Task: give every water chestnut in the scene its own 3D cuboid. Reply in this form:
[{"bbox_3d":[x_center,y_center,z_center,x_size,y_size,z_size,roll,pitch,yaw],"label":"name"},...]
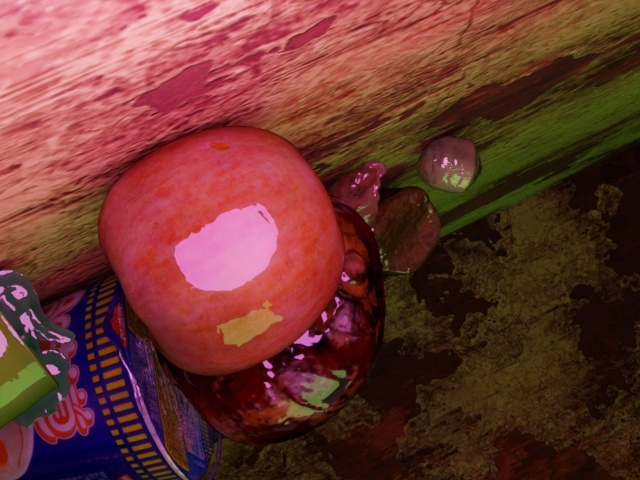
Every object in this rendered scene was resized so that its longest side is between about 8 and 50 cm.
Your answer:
[{"bbox_3d":[-0.058,0.076,0.971,0.289,0.289,0.244,-26,163,0],"label":"water chestnut"}]

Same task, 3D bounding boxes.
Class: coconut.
[{"bbox_3d":[0.187,-0.108,1.266,0.096,0.087,0.088,8,161,-19],"label":"coconut"}]

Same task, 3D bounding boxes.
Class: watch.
[{"bbox_3d":[-0.276,0.100,0.763,0.131,0.165,0.152,-36,-165,-20],"label":"watch"}]

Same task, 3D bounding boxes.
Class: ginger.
[{"bbox_3d":[0.000,0.000,1.185,0.270,0.123,0.219,-29,152,33],"label":"ginger"}]

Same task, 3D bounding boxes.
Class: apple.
[{"bbox_3d":[-0.074,0.005,0.697,0.174,0.188,0.188,-28,174,-8],"label":"apple"}]

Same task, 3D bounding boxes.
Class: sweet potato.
[{"bbox_3d":[0.086,-0.004,1.465,0.158,0.157,0.370,-24,180,-16],"label":"sweet potato"}]

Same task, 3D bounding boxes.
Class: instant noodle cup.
[{"bbox_3d":[-0.308,0.189,1.034,0.312,0.284,0.284,-18,174,7],"label":"instant noodle cup"}]

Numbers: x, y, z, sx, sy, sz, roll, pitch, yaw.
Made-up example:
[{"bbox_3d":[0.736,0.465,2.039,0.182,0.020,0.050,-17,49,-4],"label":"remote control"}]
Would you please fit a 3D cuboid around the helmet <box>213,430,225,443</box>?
[{"bbox_3d":[-0.209,0.194,1.477,0.197,0.271,0.338,4,-154,39],"label":"helmet"}]
